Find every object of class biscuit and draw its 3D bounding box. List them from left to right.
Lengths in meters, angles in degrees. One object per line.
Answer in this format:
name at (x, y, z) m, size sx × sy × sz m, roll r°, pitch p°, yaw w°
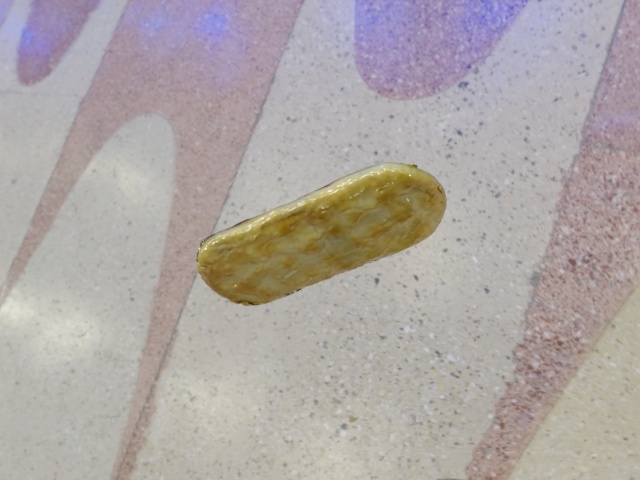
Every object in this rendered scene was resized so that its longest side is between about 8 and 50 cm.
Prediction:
biscuit at (0.000, 0.000, 0.593) m, size 0.247 × 0.118 × 0.029 m, roll -23°, pitch 44°, yaw 14°

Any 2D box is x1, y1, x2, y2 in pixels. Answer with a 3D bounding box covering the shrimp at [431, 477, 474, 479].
shrimp at (0.248, 0.432, 0.703) m, size 0.446 × 0.110 × 0.221 m, roll 24°, pitch 86°, yaw 23°
